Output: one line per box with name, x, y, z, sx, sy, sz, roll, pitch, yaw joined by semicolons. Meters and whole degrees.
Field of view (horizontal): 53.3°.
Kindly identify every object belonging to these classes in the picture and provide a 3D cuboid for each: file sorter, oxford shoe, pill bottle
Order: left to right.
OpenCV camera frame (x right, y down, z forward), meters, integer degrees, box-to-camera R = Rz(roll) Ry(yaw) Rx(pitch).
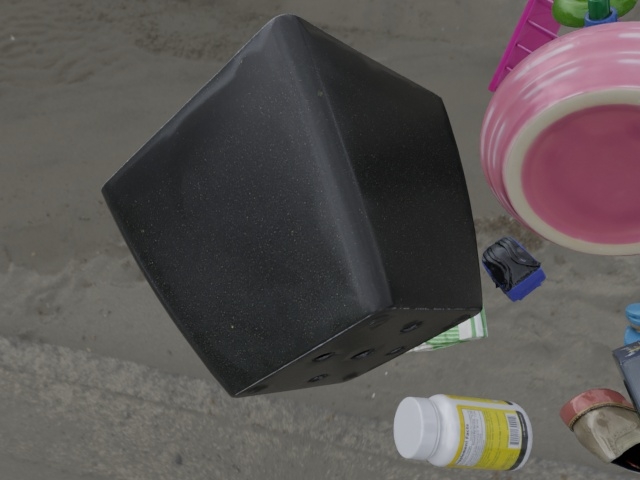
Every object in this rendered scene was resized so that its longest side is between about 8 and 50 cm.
pill bottle;0.239;0.324;1.081;0.209;0.119;0.119;11;61;-18
file sorter;0.633;-0.502;1.713;0.202;0.290;0.182;-21;53;-37
oxford shoe;0.565;0.354;1.106;0.349;0.123;0.130;13;35;-27

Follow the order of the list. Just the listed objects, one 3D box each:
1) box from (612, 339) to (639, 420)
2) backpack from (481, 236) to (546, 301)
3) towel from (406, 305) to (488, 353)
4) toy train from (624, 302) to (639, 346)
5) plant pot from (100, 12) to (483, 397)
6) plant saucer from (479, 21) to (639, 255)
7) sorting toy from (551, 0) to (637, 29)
box;0.476;0.209;0.737;0.184;0.059;0.232;-24;88;14
backpack;0.405;0.063;1.361;0.098;0.101;0.120;-36;50;2
towel;0.183;0.123;1.341;0.325;0.038;0.247;-19;62;34
toy train;0.660;0.189;1.113;0.248;0.143;0.105;3;26;35
plant pot;0.000;0.000;0.428;0.188;0.188;0.166;-36;65;30
plant saucer;0.362;-0.098;0.793;0.332;0.332;0.084;20;47;9
sorting toy;0.421;-0.432;0.996;0.127;0.126;0.365;-6;46;22
